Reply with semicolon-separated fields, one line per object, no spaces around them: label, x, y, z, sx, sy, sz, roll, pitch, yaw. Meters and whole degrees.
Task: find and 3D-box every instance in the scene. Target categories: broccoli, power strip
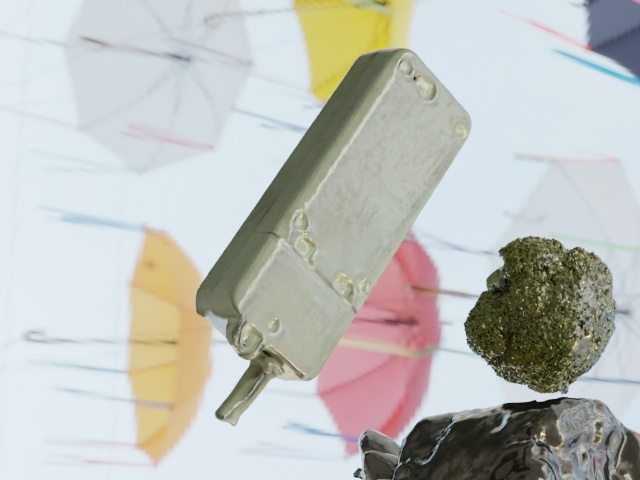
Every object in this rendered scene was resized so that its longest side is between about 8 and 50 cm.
broccoli;0.176;0.059;1.286;0.120;0.131;0.130;47;-59;53
power strip;0.000;0.000;1.086;0.053;0.093;0.288;2;-128;53

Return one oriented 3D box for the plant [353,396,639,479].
plant;0.102;0.238;1.230;0.320;0.181;0.194;-31;-159;47

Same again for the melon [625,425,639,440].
melon;0.245;0.296;1.466;0.271;0.308;0.272;-34;-161;14
